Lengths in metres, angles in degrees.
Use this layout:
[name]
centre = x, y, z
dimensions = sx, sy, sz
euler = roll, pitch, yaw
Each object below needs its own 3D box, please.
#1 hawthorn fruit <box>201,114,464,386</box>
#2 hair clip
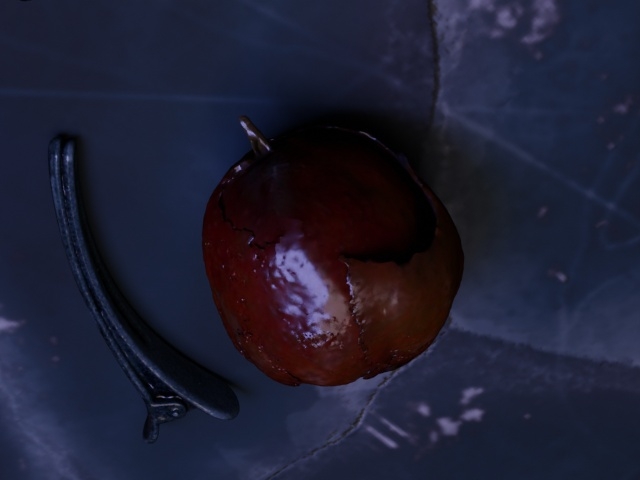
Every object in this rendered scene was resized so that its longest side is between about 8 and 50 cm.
[hawthorn fruit]
centre = 0.000, 0.000, 0.751
dimensions = 0.148, 0.148, 0.172
euler = -25, 105, 14
[hair clip]
centre = -0.126, 0.036, 0.827
dimensions = 0.070, 0.039, 0.229
euler = -18, 124, 11
